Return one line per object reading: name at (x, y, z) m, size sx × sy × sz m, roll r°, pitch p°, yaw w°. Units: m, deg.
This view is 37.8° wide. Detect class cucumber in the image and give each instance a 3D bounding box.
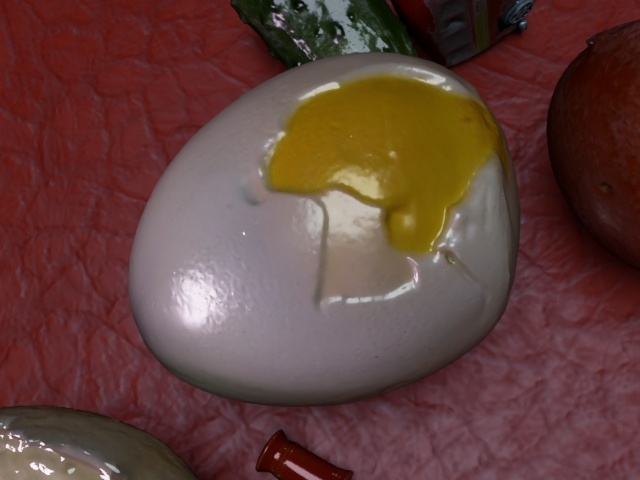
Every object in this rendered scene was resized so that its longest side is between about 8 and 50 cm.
cucumber at (0.030, -0.180, 0.913) m, size 0.134 × 0.134 × 0.244 m, roll -35°, pitch 87°, yaw -3°

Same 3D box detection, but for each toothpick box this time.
toothpick box at (-0.016, 0.211, 0.857) m, size 0.083 × 0.047 × 0.047 m, roll 29°, pitch 81°, yaw 13°

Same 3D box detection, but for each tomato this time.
tomato at (0.329, -0.080, 0.787) m, size 0.265 × 0.265 × 0.264 m, roll -1°, pitch 76°, yaw 6°

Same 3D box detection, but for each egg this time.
egg at (0.000, 0.000, 0.788) m, size 0.345 × 0.283 × 0.283 m, roll -23°, pitch 75°, yaw 9°

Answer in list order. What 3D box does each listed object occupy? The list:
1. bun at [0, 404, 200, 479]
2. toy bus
bun at (-0.213, 0.315, 0.768) m, size 0.365 × 0.202 × 0.364 m, roll -3°, pitch 81°, yaw 19°
toy bus at (0.118, -0.256, 0.852) m, size 0.120 × 0.265 × 0.121 m, roll -36°, pitch 75°, yaw 4°
